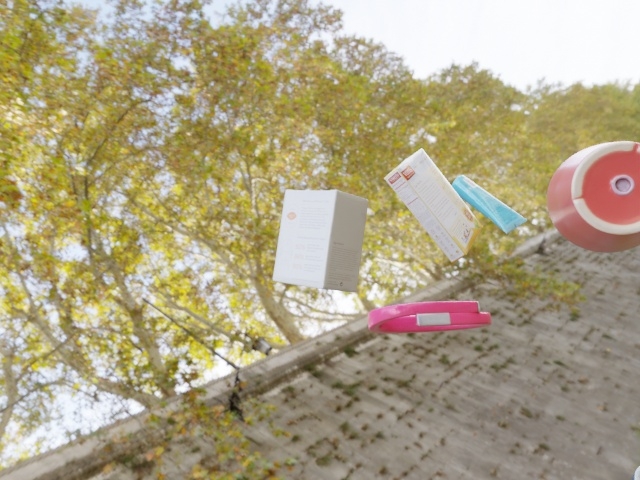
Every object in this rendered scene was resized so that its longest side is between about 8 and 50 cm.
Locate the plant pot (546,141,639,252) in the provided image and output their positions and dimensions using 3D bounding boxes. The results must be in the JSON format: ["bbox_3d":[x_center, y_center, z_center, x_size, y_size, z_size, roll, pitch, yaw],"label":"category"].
[{"bbox_3d":[0.660,-0.106,1.257,0.275,0.275,0.243,-68,-20,6],"label":"plant pot"}]

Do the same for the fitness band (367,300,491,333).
[{"bbox_3d":[0.255,0.183,1.313,0.291,0.209,0.054,2,-105,-16],"label":"fitness band"}]

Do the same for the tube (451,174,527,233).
[{"bbox_3d":[0.436,-0.097,1.473,0.080,0.207,0.052,-33,-34,-20],"label":"tube"}]

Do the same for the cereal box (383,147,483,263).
[{"bbox_3d":[0.260,-0.083,1.261,0.047,0.240,0.173,-38,0,37],"label":"cereal box"}]

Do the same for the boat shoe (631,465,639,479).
[{"bbox_3d":[0.714,0.556,1.035,0.114,0.302,0.091,-26,-45,-3],"label":"boat shoe"}]

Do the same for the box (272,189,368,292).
[{"bbox_3d":[0.000,0.000,1.002,0.091,0.130,0.170,12,-95,-46],"label":"box"}]
